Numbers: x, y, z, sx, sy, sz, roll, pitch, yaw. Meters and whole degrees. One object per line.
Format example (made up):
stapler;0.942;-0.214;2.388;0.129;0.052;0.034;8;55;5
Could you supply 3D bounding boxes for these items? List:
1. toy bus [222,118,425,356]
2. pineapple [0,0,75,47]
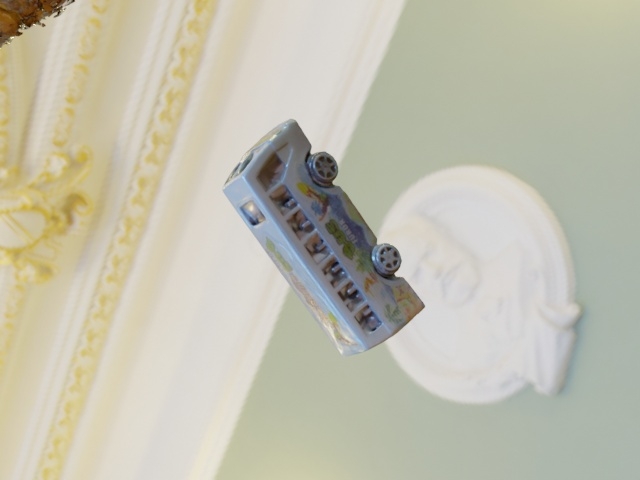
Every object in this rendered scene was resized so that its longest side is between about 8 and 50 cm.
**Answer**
toy bus;0.000;0.000;1.492;0.136;0.330;0.109;-39;7;-31
pineapple;-0.405;-0.384;1.242;0.352;0.352;0.300;-38;-68;-18
